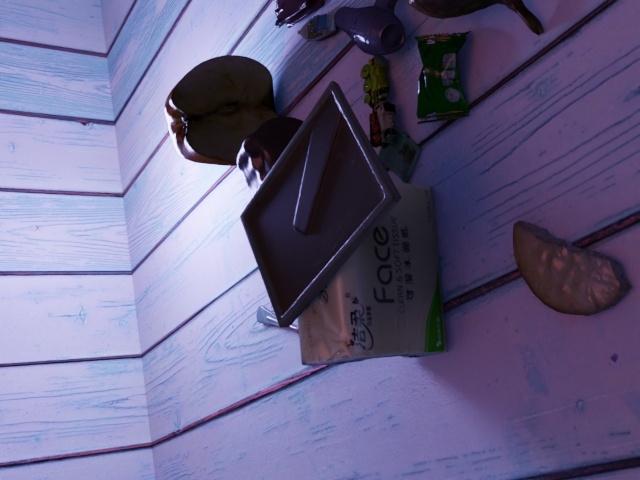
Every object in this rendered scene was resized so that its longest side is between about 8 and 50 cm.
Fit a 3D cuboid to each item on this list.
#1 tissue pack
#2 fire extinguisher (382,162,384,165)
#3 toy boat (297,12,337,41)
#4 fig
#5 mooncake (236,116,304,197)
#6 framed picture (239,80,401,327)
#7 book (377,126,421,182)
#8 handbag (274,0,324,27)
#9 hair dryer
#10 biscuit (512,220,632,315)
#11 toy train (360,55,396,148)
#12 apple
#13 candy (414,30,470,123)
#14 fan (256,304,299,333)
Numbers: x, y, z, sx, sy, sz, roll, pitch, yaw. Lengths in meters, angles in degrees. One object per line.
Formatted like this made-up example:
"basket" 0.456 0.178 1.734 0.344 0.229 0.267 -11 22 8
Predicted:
"tissue pack" 0.113 0.071 1.719 0.205 0.332 0.404 -17 74 51
"fire extinguisher" 0.151 -0.159 1.948 0.028 0.022 0.083 12 101 25
"toy boat" -0.007 -0.613 2.168 0.173 0.059 0.069 4 92 57
"fig" 0.323 -0.547 1.567 0.368 0.286 0.286 47 134 6
"mooncake" -0.083 -0.163 2.049 0.326 0.334 0.174 43 139 -2
"framed picture" -0.024 -0.069 1.612 0.446 0.028 0.326 -50 50 38
"book" 0.196 -0.221 1.883 0.135 0.017 0.103 51 130 45
"handbag" -0.068 -0.761 2.256 0.216 0.074 0.203 -15 76 57
"hair dryer" 0.166 -0.654 1.899 0.361 0.121 0.301 -66 30 16
"biscuit" 0.462 0.067 1.448 0.290 0.038 0.141 32 116 53
"toy train" 0.150 -0.349 1.908 0.085 0.053 0.249 -37 53 50
"apple" -0.289 -0.387 2.320 0.329 0.365 0.295 44 143 44
"candy" 0.271 -0.373 1.724 0.141 0.078 0.203 5 99 57
"fan" -0.130 0.249 2.361 0.282 0.023 0.057 8 87 57
